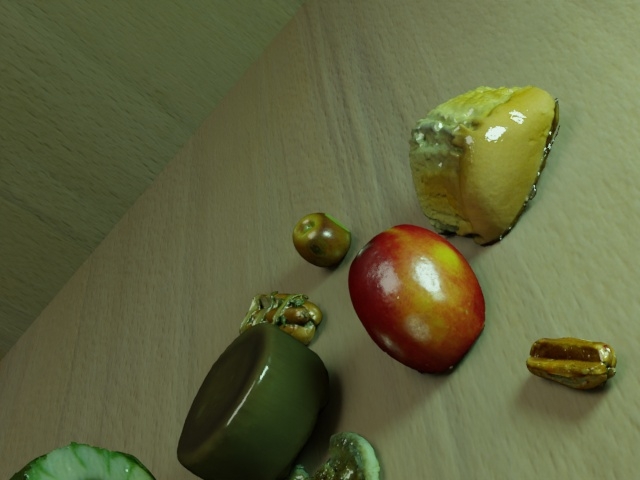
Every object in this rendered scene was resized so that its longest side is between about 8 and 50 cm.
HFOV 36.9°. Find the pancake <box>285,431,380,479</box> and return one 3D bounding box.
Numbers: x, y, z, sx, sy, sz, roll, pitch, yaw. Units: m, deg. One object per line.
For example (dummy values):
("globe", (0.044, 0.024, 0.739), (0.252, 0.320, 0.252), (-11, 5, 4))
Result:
("pancake", (0.000, 0.396, 1.419), (0.253, 0.037, 0.253), (-44, 23, 25))

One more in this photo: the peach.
("peach", (0.149, 0.091, 1.430), (0.190, 0.226, 0.196), (-29, -22, -20))

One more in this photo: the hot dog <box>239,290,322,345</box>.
("hot dog", (-0.079, 0.151, 1.847), (0.269, 0.072, 0.109), (-9, 53, 60))

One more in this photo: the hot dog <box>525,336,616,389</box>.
("hot dog", (0.304, 0.150, 1.171), (0.144, 0.038, 0.062), (-6, 56, 63))

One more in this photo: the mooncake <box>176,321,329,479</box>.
("mooncake", (-0.107, 0.285, 1.607), (0.284, 0.156, 0.284), (-51, 17, 22))

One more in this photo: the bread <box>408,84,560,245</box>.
("bread", (0.248, -0.130, 1.498), (0.204, 0.163, 0.262), (15, 86, 54))

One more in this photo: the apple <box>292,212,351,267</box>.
("apple", (0.000, 0.000, 1.855), (0.099, 0.102, 0.114), (-50, 25, 8))

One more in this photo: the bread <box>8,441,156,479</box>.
("bread", (-0.374, 0.516, 1.548), (0.129, 0.366, 0.382), (-42, 6, 26))
